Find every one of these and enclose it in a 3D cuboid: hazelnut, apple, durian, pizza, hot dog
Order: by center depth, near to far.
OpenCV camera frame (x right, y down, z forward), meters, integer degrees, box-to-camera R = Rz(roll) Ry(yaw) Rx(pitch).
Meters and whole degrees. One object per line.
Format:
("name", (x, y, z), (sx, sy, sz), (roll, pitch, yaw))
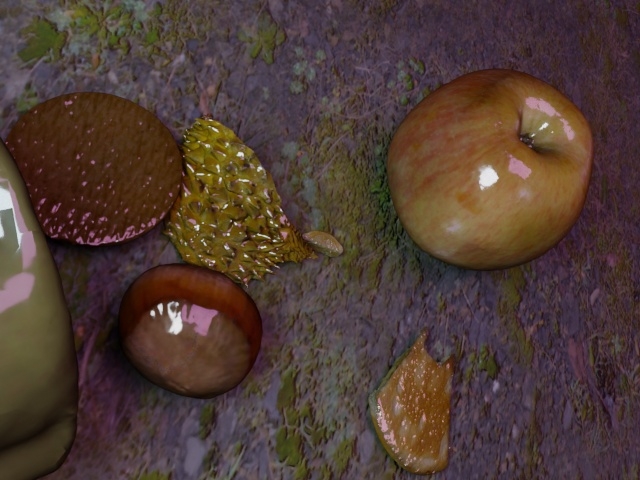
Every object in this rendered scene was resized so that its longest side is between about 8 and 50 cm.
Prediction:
("hazelnut", (-0.181, 0.118, 1.000), (0.214, 0.176, 0.214), (39, 26, -23))
("durian", (-0.155, -0.042, 1.133), (0.195, 0.185, 0.305), (-36, 101, -15))
("pizza", (0.169, 0.276, 1.255), (0.181, 0.034, 0.262), (29, 58, -22))
("hot dog", (0.000, 0.000, 1.256), (0.090, 0.030, 0.034), (23, 59, -26))
("apple", (0.319, -0.133, 1.330), (0.391, 0.346, 0.392), (10, 67, -25))

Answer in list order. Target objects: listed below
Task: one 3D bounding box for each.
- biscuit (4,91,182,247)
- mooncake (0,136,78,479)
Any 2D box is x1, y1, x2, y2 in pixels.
("biscuit", (-0.333, -0.105, 1.041), (0.261, 0.037, 0.262), (8, 63, -17))
("mooncake", (-0.432, 0.062, 0.669), (0.262, 0.467, 0.467), (-18, 82, -38))
